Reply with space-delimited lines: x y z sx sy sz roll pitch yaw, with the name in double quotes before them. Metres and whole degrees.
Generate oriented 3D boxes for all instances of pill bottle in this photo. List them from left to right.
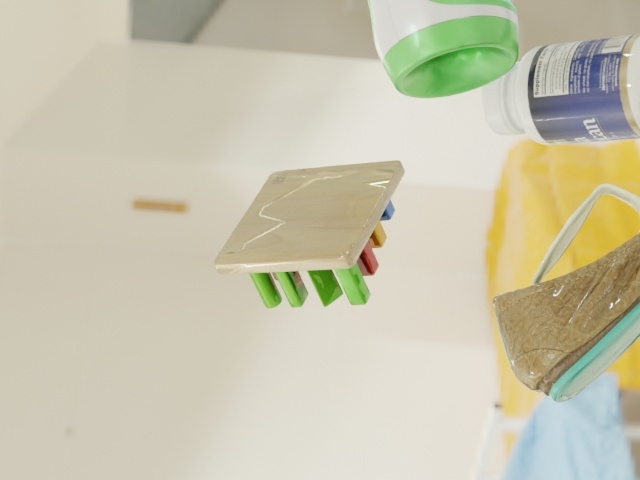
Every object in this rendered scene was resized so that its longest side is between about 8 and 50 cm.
"pill bottle" 0.238 -0.137 1.439 0.094 0.169 0.094 3 -94 -52

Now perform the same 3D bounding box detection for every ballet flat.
"ballet flat" 0.282 -0.009 1.264 0.124 0.342 0.116 54 180 23

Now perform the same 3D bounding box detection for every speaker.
"speaker" 0.084 -0.280 1.353 0.131 0.131 0.297 107 151 -71

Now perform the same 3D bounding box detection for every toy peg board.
"toy peg board" 0.000 0.000 1.621 0.161 0.161 0.079 -60 -44 -43
